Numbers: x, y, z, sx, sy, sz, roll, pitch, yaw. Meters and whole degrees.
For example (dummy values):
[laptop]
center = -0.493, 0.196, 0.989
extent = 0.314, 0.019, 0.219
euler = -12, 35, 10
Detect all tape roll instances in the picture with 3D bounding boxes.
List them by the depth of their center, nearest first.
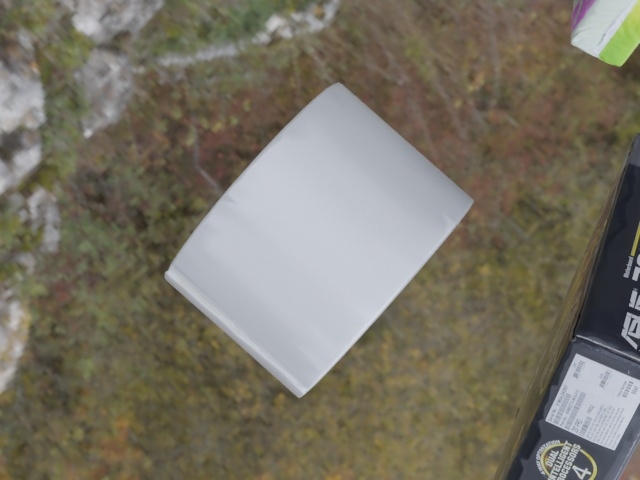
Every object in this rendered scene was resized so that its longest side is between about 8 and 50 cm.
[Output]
[tape roll]
center = 0.000, 0.000, 1.315
extent = 0.246, 0.169, 0.246
euler = -49, 179, -2

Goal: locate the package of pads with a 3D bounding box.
[package of pads]
center = 0.447, -0.420, 1.966
extent = 0.101, 0.229, 0.296
euler = 21, 141, -9

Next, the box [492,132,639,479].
[box]
center = 0.243, 0.145, 1.332
extent = 0.318, 0.097, 0.395
euler = -57, 166, -48
